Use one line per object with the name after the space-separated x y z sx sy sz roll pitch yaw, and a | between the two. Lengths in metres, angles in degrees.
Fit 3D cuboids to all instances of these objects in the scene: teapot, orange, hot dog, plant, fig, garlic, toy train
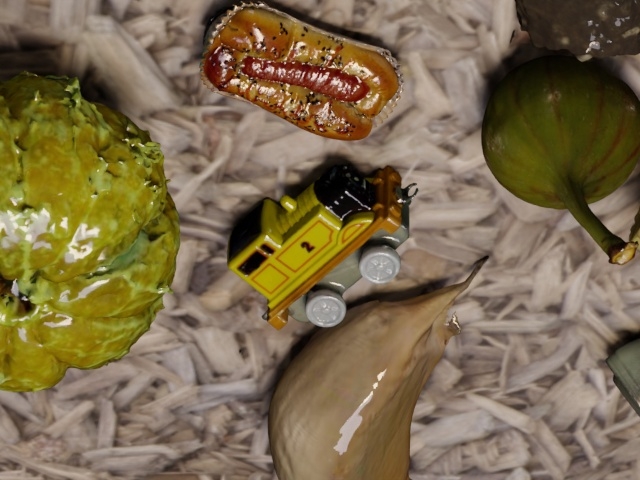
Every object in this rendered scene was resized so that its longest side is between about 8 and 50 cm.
0.379 0.153 2.073 0.108 0.111 0.149 -37 124 7 | teapot
-0.277 -0.014 1.744 0.300 0.223 0.301 -19 131 -5 | orange
-0.019 -0.150 1.763 0.191 0.059 0.108 20 123 -22 | hot dog
0.229 -0.287 1.608 0.146 0.149 0.274 14 129 14 | plant
0.218 -0.054 1.748 0.151 0.259 0.151 2 133 2 | fig
0.045 0.157 2.035 0.196 0.151 0.338 -13 133 -34 | garlic
0.000 0.000 1.887 0.127 0.089 0.219 37 121 -23 | toy train

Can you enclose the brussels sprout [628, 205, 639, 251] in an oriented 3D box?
0.464 -0.008 1.855 0.317 0.242 0.274 29 148 -25 | brussels sprout
